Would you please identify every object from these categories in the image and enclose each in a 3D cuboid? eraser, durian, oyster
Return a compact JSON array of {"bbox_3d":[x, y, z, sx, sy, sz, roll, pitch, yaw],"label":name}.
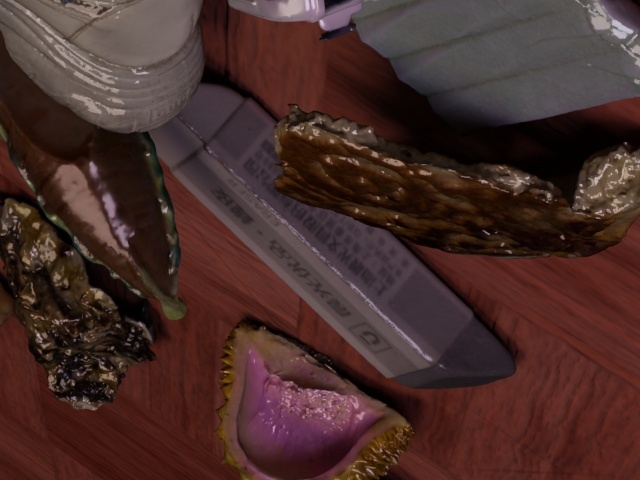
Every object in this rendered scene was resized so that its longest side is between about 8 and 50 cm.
[{"bbox_3d":[0.000,0.000,1.419,0.352,0.061,0.089,44,155,-9],"label":"eraser"},{"bbox_3d":[-0.009,0.156,1.670,0.182,0.165,0.132,13,110,3],"label":"durian"},{"bbox_3d":[-0.260,0.060,1.860,0.223,0.083,0.214,45,153,2],"label":"oyster"}]

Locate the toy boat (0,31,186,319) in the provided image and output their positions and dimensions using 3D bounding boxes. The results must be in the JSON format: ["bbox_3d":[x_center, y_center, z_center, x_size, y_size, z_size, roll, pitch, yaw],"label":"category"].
[{"bbox_3d":[-0.174,-0.077,1.359,0.293,0.108,0.099,62,-176,12],"label":"toy boat"}]

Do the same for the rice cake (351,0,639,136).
[{"bbox_3d":[0.090,-0.137,1.090,0.189,0.037,0.198,44,155,-12],"label":"rice cake"}]

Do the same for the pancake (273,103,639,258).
[{"bbox_3d":[0.091,-0.031,1.211,0.257,0.056,0.212,15,167,13],"label":"pancake"}]

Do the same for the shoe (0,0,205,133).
[{"bbox_3d":[-0.209,-0.232,1.246,0.342,0.132,0.210,34,149,5],"label":"shoe"}]

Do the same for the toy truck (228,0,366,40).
[{"bbox_3d":[-0.048,-0.182,1.060,0.227,0.114,0.098,23,133,48],"label":"toy truck"}]

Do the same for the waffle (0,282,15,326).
[{"bbox_3d":[-0.518,0.001,2.064,0.376,0.114,0.261,44,154,-12],"label":"waffle"}]
